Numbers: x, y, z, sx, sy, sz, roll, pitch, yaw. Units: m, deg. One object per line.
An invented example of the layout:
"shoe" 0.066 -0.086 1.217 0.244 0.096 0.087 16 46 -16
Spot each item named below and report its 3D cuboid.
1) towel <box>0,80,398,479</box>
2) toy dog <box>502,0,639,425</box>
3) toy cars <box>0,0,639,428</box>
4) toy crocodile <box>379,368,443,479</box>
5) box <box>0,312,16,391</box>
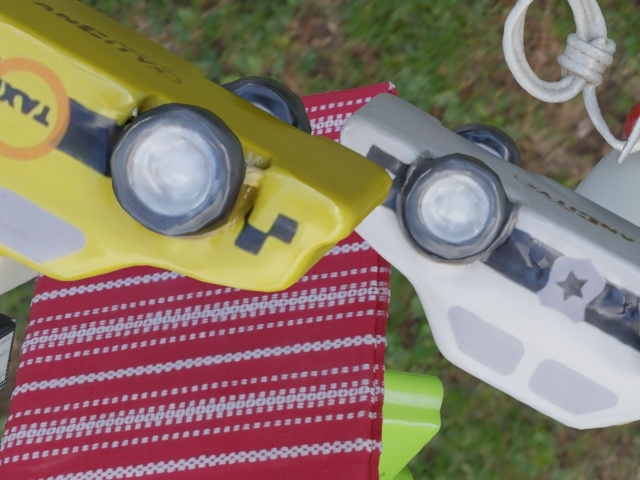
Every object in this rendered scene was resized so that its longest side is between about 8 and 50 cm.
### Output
"towel" -0.057 0.038 0.916 0.199 0.275 0.031 -9 137 16
"toy dog" 0.236 -0.020 1.288 0.161 0.220 0.334 -152 69 -63
"toy cars" 0.000 0.000 0.587 0.087 0.393 0.176 -62 36 14
"toy crocodile" -0.035 0.186 1.191 0.340 0.115 0.105 -55 41 38
"box" -0.368 0.084 1.232 0.216 0.270 0.060 22 115 17
